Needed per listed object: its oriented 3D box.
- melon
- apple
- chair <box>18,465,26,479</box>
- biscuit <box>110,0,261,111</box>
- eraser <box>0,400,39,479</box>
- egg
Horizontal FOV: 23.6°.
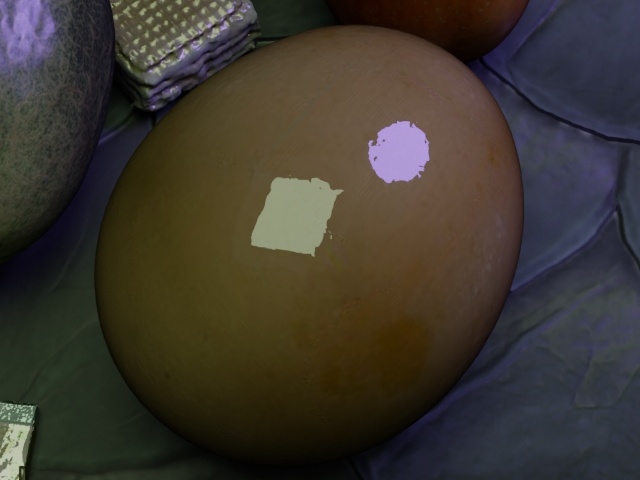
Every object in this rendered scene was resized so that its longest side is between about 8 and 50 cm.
[{"bbox_3d":[-0.295,-0.133,1.269,0.248,0.248,0.329,3,67,2],"label":"melon"},{"bbox_3d":[0.093,-0.262,1.383,0.210,0.173,0.235,7,54,8],"label":"apple"},{"bbox_3d":[-0.224,0.292,1.141,0.095,0.104,0.222,-21,56,18],"label":"chair"},{"bbox_3d":[-0.234,-0.302,1.452,0.144,0.078,0.426,-36,67,-15],"label":"biscuit"},{"bbox_3d":[-0.253,0.172,1.238,0.038,0.019,0.083,5,62,4],"label":"eraser"},{"bbox_3d":[0.000,0.000,1.170,0.301,0.301,0.374,39,63,18],"label":"egg"}]
